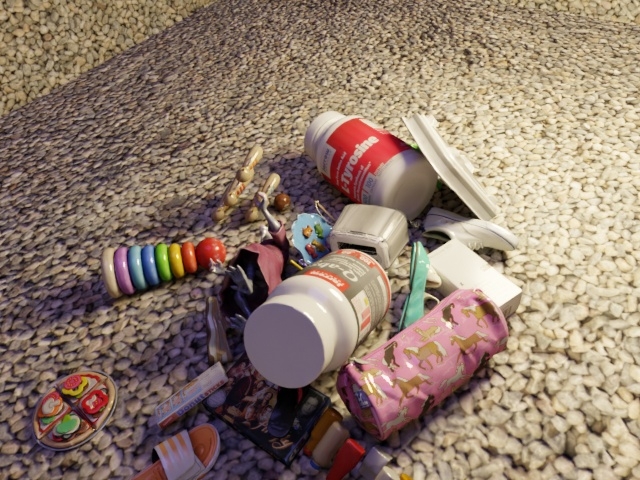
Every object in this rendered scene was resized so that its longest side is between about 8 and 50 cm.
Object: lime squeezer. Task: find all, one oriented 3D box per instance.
[{"bbox_3d":[0.299,-0.268,1.697,0.310,0.059,0.110,35,90,33],"label":"lime squeezer"}]

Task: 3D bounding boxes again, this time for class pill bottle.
[{"bbox_3d":[0.005,0.157,1.112,0.210,0.210,0.363,13,17,21],"label":"pill bottle"},{"bbox_3d":[0.134,-0.233,1.557,0.229,0.229,0.407,-31,49,-20],"label":"pill bottle"}]

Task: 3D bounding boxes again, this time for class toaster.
[{"bbox_3d":[0.129,-0.005,1.348,0.227,0.129,0.146,10,42,29],"label":"toaster"}]

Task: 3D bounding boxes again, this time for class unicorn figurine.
[{"bbox_3d":[0.197,0.062,1.386,0.111,0.060,0.162,-8,30,15],"label":"unicorn figurine"}]

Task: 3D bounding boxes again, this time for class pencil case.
[{"bbox_3d":[0.224,0.255,1.113,0.386,0.167,0.160,-29,41,-19],"label":"pencil case"}]

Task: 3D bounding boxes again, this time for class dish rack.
[{"bbox_3d":[0.370,-0.207,1.432,0.072,0.333,0.286,-38,42,19],"label":"dish rack"}]

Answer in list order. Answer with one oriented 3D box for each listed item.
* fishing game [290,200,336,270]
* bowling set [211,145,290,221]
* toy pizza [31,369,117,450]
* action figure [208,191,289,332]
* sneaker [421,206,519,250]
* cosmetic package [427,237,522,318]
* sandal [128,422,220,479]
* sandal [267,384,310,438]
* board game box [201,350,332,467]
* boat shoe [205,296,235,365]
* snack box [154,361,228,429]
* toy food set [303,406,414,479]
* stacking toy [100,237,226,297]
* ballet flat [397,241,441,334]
[{"bbox_3d":[0.000,0.000,1.403,0.041,0.189,0.264,-34,20,38],"label":"fishing game"},{"bbox_3d":[-0.190,-0.128,1.555,0.199,0.287,0.154,30,57,-8],"label":"bowling set"},{"bbox_3d":[-0.579,0.389,1.213,0.201,0.032,0.201,-5,46,5],"label":"toy pizza"},{"bbox_3d":[-0.132,0.060,1.348,0.275,0.248,0.370,35,24,-5],"label":"action figure"},{"bbox_3d":[0.399,-0.007,1.405,0.258,0.094,0.091,20,73,29],"label":"sneaker"},{"bbox_3d":[0.370,0.106,1.289,0.117,0.085,0.231,-30,50,-19],"label":"cosmetic package"},{"bbox_3d":[-0.324,0.472,1.057,0.265,0.076,0.102,-34,50,-22],"label":"sandal"},{"bbox_3d":[-0.067,0.333,1.112,0.067,0.040,0.179,6,48,15],"label":"sandal"},{"bbox_3d":[-0.120,0.363,1.152,0.243,0.042,0.165,23,54,28],"label":"board game box"},{"bbox_3d":[-0.251,0.225,1.302,0.072,0.068,0.190,-5,54,-12],"label":"boat shoe"},{"bbox_3d":[-0.293,0.349,1.172,0.178,0.022,0.064,-36,28,-9],"label":"snack box"},{"bbox_3d":[0.065,0.444,1.008,0.232,0.111,0.104,36,91,24],"label":"toy food set"},{"bbox_3d":[-0.429,0.064,1.452,0.330,0.141,0.141,-10,45,-10],"label":"stacking toy"},{"bbox_3d":[0.249,0.126,1.263,0.087,0.083,0.247,10,71,9],"label":"ballet flat"}]
